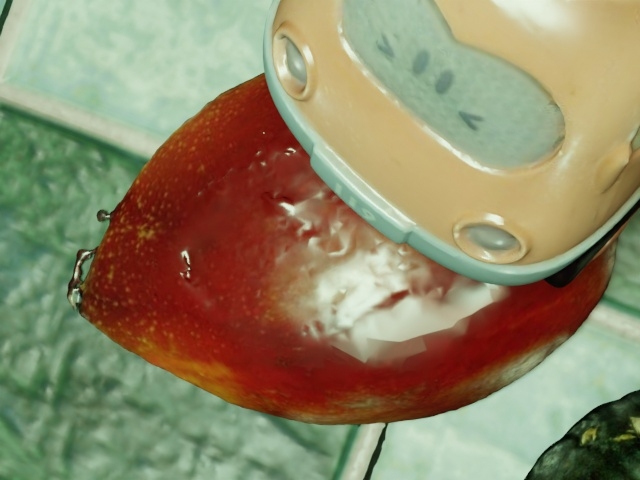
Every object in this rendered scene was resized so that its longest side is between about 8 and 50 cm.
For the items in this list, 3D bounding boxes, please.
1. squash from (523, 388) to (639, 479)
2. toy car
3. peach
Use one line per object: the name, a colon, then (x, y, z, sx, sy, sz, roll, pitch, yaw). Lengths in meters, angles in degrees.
squash: (0.173, 0.152, 0.692, 0.193, 0.156, 0.193, 3, 79, -14)
toy car: (0.110, -0.124, 0.663, 0.180, 0.212, 0.270, 42, 70, 8)
peach: (0.001, -0.001, 0.770, 0.279, 0.068, 0.189, -13, 83, 9)
